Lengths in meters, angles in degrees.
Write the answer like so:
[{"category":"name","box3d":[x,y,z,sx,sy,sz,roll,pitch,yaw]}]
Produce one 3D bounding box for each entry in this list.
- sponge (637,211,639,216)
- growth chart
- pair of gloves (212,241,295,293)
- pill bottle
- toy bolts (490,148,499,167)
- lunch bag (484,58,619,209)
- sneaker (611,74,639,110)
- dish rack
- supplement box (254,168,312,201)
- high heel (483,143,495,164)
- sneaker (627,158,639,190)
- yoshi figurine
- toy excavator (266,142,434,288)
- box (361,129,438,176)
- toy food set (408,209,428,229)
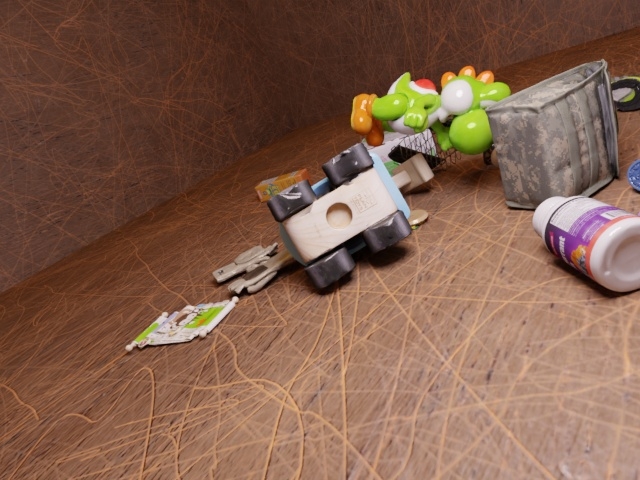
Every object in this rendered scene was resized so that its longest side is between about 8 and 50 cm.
[{"category":"sponge","box3d":[0.634,-0.051,0.707,0.117,0.031,0.210,-35,23,-34]},{"category":"growth chart","box3d":[-0.319,0.194,1.071,0.237,0.021,0.172,-13,21,20]},{"category":"pair of gloves","box3d":[-0.169,0.072,1.199,0.204,0.042,0.240,-34,21,-21]},{"category":"pill bottle","box3d":[0.418,-0.008,0.704,0.108,0.108,0.193,-21,20,2]},{"category":"toy bolts","box3d":[0.496,-0.293,1.120,0.229,0.218,0.158,-57,31,-7]},{"category":"lunch bag","box3d":[0.523,-0.222,0.955,0.286,0.235,0.169,-29,23,-18]},{"category":"sneaker","box3d":[0.892,-0.451,1.391,0.121,0.111,0.300,-17,24,-17]},{"category":"dish rack","box3d":[0.336,-0.273,1.334,0.208,0.074,0.271,12,-27,-23]},{"category":"supplement box","box3d":[-0.156,-0.228,1.898,0.233,0.078,0.080,-11,26,29]},{"category":"high heel","box3d":[0.602,-0.292,1.322,0.261,0.186,0.093,5,38,-22]},{"category":"sneaker","box3d":[0.682,-0.124,0.798,0.090,0.082,0.232,-5,4,-28]},{"category":"yoshi figurine","box3d":[0.269,-0.281,1.102,0.361,0.203,0.204,-2,42,25]},{"category":"toy excavator","box3d":[0.107,-0.103,1.136,0.432,0.222,0.445,-31,3,3]},{"category":"box","box3d":[0.280,-0.330,1.640,0.261,0.127,0.231,-15,22,16]},{"category":"toy food set","box3d":[0.230,-0.053,1.138,0.082,0.020,0.083,-30,22,-21]}]
